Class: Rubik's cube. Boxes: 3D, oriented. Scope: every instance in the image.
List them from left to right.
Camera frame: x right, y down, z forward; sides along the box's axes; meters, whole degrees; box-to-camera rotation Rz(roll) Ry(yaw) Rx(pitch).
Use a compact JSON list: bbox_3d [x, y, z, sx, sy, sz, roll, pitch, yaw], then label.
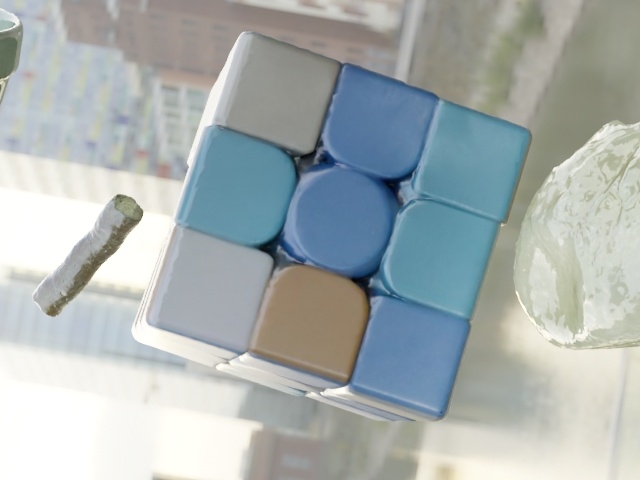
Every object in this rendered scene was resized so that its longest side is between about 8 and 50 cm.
[{"bbox_3d":[0.000,0.000,1.941,0.347,0.347,0.344,143,144,-81],"label":"Rubik's cube"}]

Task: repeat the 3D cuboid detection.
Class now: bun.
[{"bbox_3d":[0.359,-0.014,1.634,0.349,0.352,0.227,-12,80,46],"label":"bun"}]

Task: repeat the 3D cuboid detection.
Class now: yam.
[{"bbox_3d":[-0.351,0.027,2.537,0.253,0.061,0.061,-46,20,32],"label":"yam"}]

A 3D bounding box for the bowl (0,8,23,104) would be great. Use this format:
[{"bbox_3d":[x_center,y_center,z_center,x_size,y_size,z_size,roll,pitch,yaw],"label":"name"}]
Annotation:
[{"bbox_3d":[-0.442,-0.156,1.620,0.307,0.307,0.163,-79,-4,-73],"label":"bowl"}]
